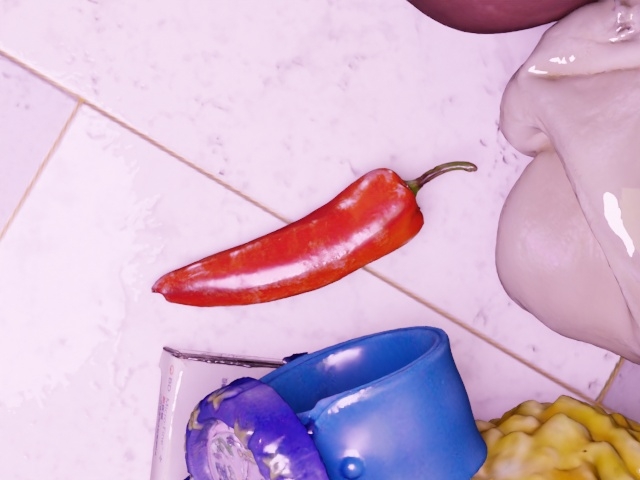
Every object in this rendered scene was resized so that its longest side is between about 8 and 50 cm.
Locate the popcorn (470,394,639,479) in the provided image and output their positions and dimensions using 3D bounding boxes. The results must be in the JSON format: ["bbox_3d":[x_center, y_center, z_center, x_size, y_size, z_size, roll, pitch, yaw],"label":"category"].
[{"bbox_3d":[0.176,0.245,1.136,0.224,0.270,0.257,32,77,0],"label":"popcorn"}]

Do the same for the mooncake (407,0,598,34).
[{"bbox_3d":[0.153,-0.317,1.132,0.334,0.174,0.325,8,90,-13],"label":"mooncake"}]

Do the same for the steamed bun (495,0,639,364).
[{"bbox_3d":[0.312,-0.037,1.103,0.368,0.255,0.342,-33,131,0],"label":"steamed bun"}]

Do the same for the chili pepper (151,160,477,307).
[{"bbox_3d":[0.000,0.000,1.172,0.272,0.071,0.063,-25,139,-6],"label":"chili pepper"}]

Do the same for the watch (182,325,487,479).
[{"bbox_3d":[0.012,0.148,1.078,0.200,0.196,0.171,-26,110,-29],"label":"watch"}]

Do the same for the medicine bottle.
[{"bbox_3d":[-0.048,0.190,1.178,0.171,0.052,0.201,5,93,-14],"label":"medicine bottle"}]
